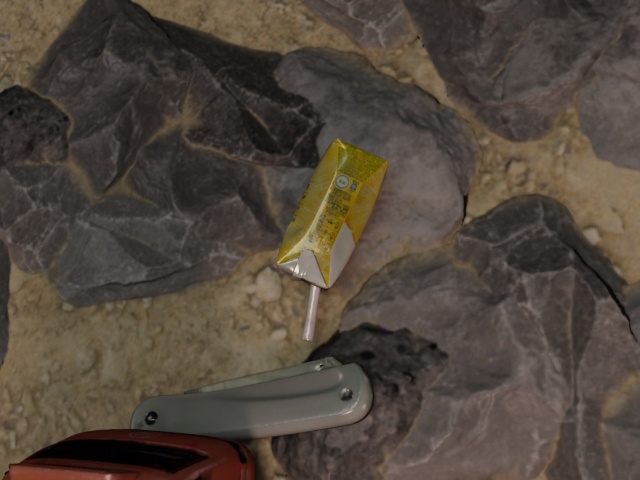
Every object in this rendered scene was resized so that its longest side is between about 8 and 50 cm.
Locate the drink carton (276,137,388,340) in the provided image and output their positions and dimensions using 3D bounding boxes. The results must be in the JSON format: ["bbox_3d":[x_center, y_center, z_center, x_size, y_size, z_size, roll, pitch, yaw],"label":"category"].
[{"bbox_3d":[0.000,0.000,0.867,0.074,0.084,0.200,26,83,-1],"label":"drink carton"}]

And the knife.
[{"bbox_3d":[-0.074,0.171,0.866,0.265,0.040,0.073,-13,64,14],"label":"knife"}]

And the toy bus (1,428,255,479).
[{"bbox_3d":[-0.186,0.385,0.735,0.203,0.233,0.427,0,77,18],"label":"toy bus"}]
